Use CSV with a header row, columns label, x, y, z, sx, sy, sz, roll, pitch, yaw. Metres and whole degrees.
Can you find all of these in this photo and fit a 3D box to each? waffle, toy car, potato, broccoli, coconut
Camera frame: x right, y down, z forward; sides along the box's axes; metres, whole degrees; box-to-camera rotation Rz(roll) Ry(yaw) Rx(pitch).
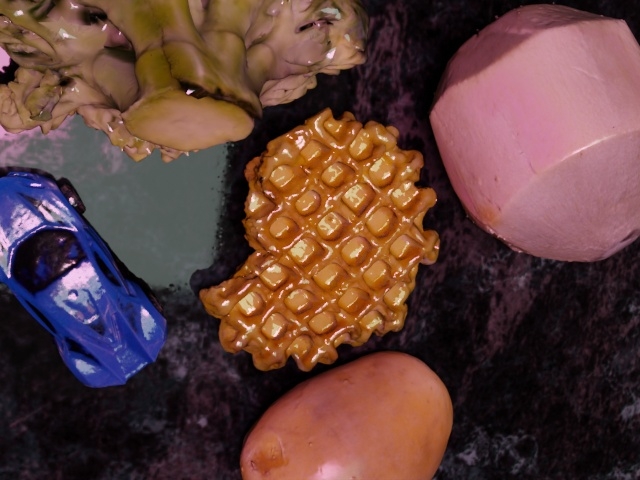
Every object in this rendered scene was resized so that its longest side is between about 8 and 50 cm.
label,x,y,z,sx,sy,sz,roll,pitch,yaw
waffle,0.000,0.000,0.840,0.249,0.056,0.253,-14,110,-18
toy car,-0.218,0.037,0.760,0.103,0.063,0.216,-37,114,-8
potato,0.033,0.209,0.870,0.233,0.146,0.150,-24,141,-15
broccoli,-0.105,-0.139,0.660,0.288,0.246,0.248,-16,139,7
coconut,0.217,-0.088,0.797,0.241,0.241,0.241,-5,106,-20
